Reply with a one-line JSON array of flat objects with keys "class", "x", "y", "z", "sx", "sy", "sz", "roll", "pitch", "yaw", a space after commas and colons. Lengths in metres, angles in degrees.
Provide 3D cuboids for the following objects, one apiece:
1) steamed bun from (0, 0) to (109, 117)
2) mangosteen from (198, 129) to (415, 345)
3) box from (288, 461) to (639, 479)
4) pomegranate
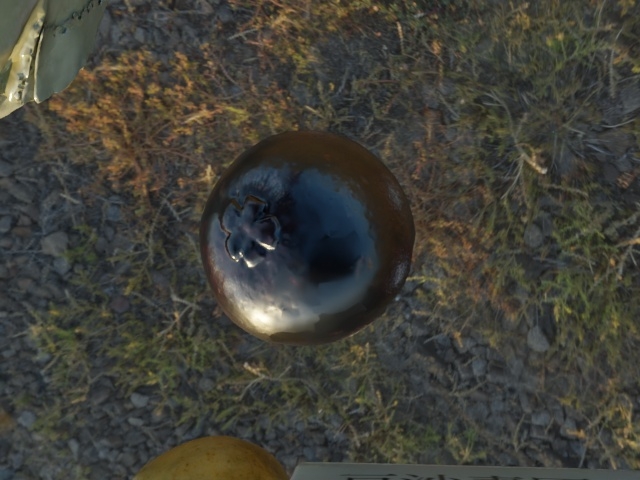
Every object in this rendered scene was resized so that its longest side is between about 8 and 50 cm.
[{"class": "steamed bun", "x": -0.285, "y": -0.187, "z": 0.302, "sx": 0.237, "sy": 0.394, "sz": 0.346, "roll": -27, "pitch": 80, "yaw": 57}, {"class": "mangosteen", "x": 0.000, "y": 0.000, "z": 0.674, "sx": 0.228, "sy": 0.265, "sz": 0.228, "roll": -4, "pitch": 83, "yaw": 32}, {"class": "box", "x": 0.133, "y": 0.179, "z": 0.187, "sx": 0.345, "sy": 0.385, "sz": 0.122, "roll": -1, "pitch": 86, "yaw": 6}, {"class": "pomegranate", "x": -0.152, "y": 0.391, "z": 0.830, "sx": 0.265, "sy": 0.264, "sz": 0.264, "roll": 4, "pitch": 100, "yaw": 20}]
